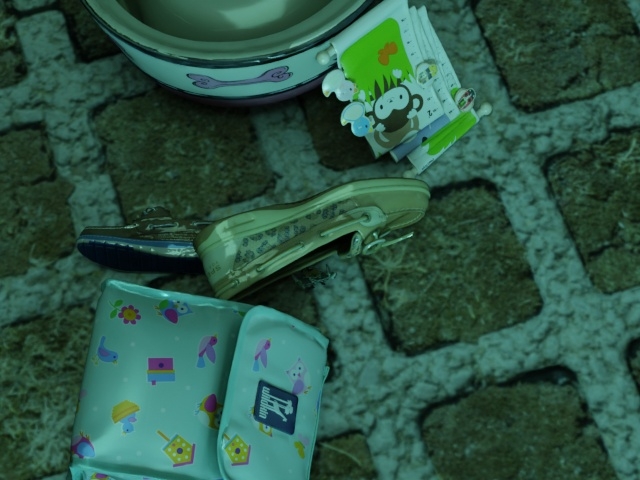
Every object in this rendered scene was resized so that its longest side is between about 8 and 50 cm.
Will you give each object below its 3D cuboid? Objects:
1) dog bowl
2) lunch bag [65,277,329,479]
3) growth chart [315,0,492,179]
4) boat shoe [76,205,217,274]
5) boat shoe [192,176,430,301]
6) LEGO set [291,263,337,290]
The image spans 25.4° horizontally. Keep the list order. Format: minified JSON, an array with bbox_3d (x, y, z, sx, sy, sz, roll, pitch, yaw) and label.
[{"bbox_3d":[-0.095,-0.340,1.726,0.408,0.150,0.407,-3,61,5],"label":"dog bowl"},{"bbox_3d":[-0.127,0.179,1.522,0.262,0.160,0.223,11,64,-6],"label":"lunch bag"},{"bbox_3d":[0.096,-0.177,1.653,0.172,0.237,0.021,-46,39,-12],"label":"growth chart"},{"bbox_3d":[-0.191,-0.001,1.654,0.183,0.066,0.066,7,62,-7],"label":"boat shoe"},{"bbox_3d":[0.000,0.000,1.616,0.285,0.104,0.089,-16,72,-15],"label":"boat shoe"},{"bbox_3d":[-0.021,0.041,1.650,0.083,0.023,0.054,17,39,26],"label":"LEGO set"}]
